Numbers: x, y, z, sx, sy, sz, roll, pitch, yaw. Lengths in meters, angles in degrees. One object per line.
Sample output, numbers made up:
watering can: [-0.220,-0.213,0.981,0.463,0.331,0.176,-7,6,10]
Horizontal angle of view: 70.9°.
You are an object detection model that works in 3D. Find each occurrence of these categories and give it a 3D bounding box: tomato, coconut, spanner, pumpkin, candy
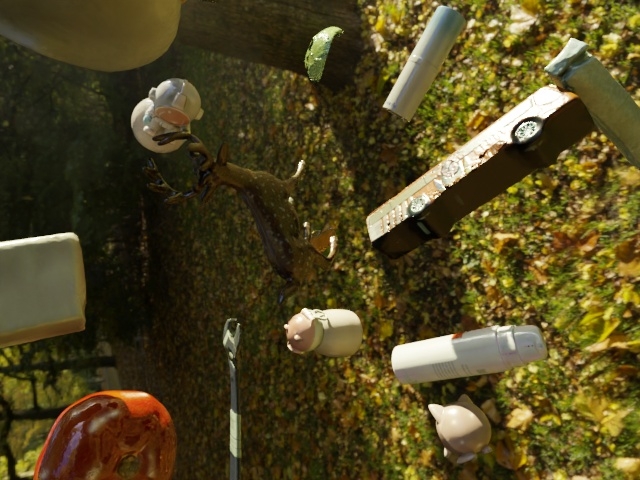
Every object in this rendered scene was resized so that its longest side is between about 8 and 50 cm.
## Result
tomato: [-0.462,0.474,0.990,0.226,0.298,0.299,-18,77,41]
coconut: [0.002,-0.505,1.181,0.133,0.055,0.158,-50,29,36]
spanner: [-0.141,0.288,0.746,0.087,0.024,0.316,152,119,-61]
pumpkin: [0.000,0.000,1.045,0.054,0.074,0.083,60,173,5]
candy: [-0.656,0.111,0.883,0.145,0.358,0.208,-33,71,55]
candy: [-0.350,-0.370,0.529,0.427,0.386,0.186,-20,49,59]

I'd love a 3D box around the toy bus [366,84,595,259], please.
toy bus: [0.261,-0.107,0.796,0.409,0.093,0.092,-36,39,24]

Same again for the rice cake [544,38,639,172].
rice cake: [0.498,-0.215,0.765,0.066,0.336,0.063,-49,31,21]

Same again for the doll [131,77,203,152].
doll: [-0.368,-0.306,1.092,0.287,0.151,0.151,-9,85,58]

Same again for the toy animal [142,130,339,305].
toy animal: [-0.077,-0.044,0.596,0.087,0.260,0.243,-37,85,28]

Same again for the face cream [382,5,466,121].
face cream: [0.240,-0.407,1.050,0.250,0.077,0.077,-61,38,14]

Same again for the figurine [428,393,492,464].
figurine: [0.321,0.426,1.023,0.138,0.125,0.125,62,143,33]

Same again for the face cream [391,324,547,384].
face cream: [0.337,0.261,1.036,0.345,0.102,0.102,-20,73,31]

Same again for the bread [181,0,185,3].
bread: [-0.439,-0.694,1.132,0.210,0.099,0.235,6,132,43]

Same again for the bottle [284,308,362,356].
bottle: [0.000,0.281,1.375,0.147,0.236,0.148,-17,68,50]
